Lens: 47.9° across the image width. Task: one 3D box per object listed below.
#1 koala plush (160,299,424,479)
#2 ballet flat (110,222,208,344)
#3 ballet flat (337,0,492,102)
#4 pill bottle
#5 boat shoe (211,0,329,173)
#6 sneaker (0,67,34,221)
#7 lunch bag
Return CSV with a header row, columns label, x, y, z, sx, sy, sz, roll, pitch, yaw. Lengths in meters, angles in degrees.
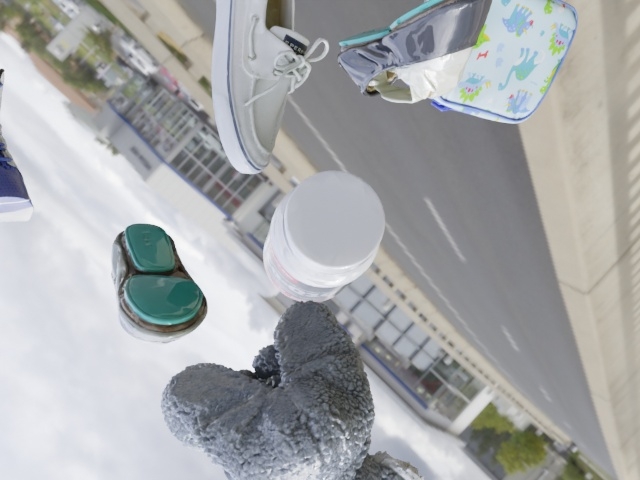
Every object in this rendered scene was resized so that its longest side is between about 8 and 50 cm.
label,x,y,z,sx,sy,sz,roll,pitch,yaw
koala plush,-0.009,0.209,0.670,0.203,0.196,0.221,30,146,63
ballet flat,-0.141,0.050,0.614,0.072,0.068,0.213,5,-160,-21
ballet flat,0.075,-0.143,0.557,0.074,0.074,0.203,43,169,-19
pill bottle,0.000,0.000,1.087,0.161,0.161,0.283,43,167,3
boat shoe,-0.068,-0.289,1.112,0.156,0.367,0.136,-2,173,24
sneaker,-0.552,-0.178,1.121,0.127,0.182,0.315,-7,-137,-45
lunch bag,0.213,-0.244,0.915,0.219,0.176,0.090,4,-154,-39
